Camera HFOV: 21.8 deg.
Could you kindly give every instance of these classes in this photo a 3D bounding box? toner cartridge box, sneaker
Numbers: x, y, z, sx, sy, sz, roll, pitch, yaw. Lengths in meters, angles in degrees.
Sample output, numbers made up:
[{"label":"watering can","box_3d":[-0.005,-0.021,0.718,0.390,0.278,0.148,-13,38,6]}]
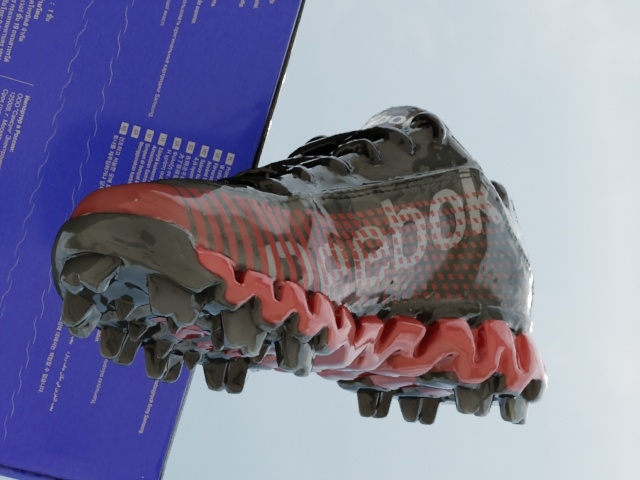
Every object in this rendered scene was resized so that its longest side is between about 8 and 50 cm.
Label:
[{"label":"toner cartridge box","box_3d":[-0.107,-0.070,0.739,0.165,0.075,0.348,16,-84,-16]},{"label":"sneaker","box_3d":[0.000,0.000,0.701,0.276,0.097,0.135,15,-105,-47]}]
